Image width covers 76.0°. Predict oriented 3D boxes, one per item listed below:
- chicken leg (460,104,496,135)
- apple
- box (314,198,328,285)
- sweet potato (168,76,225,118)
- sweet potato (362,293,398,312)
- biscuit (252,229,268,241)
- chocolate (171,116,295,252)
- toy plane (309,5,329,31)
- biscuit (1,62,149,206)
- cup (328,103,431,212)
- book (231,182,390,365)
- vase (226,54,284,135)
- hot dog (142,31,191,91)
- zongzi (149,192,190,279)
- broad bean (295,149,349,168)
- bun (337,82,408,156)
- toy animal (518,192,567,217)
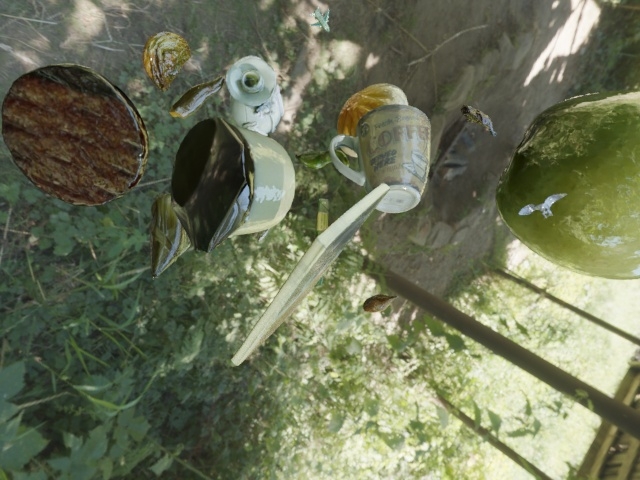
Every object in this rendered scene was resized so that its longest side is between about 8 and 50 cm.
[{"bbox_3d":[0.508,-0.382,1.307,0.037,0.145,0.062,-58,180,-12],"label":"chicken leg"},{"bbox_3d":[0.678,-0.132,1.008,0.473,0.473,0.474,-34,140,-34],"label":"apple"},{"bbox_3d":[0.000,0.000,1.181,0.235,0.034,0.132,-87,-177,-50],"label":"box"},{"bbox_3d":[-0.460,-0.536,1.538,0.243,0.077,0.077,-42,145,-13],"label":"sweet potato"},{"bbox_3d":[0.166,0.166,1.109,0.049,0.049,0.117,-22,176,-44],"label":"sweet potato"},{"bbox_3d":[-0.260,-0.131,1.991,0.290,0.141,0.038,-55,159,-18],"label":"biscuit"},{"bbox_3d":[-0.212,-0.156,1.140,0.297,0.326,0.314,3,128,-43],"label":"chocolate"},{"bbox_3d":[0.003,-0.736,1.370,0.080,0.033,0.083,-29,129,26],"label":"toy plane"},{"bbox_3d":[-0.701,-0.299,1.196,0.091,0.407,0.407,-84,-171,-68],"label":"biscuit"},{"bbox_3d":[0.171,-0.225,1.178,0.227,0.301,0.257,93,2,-60],"label":"cup"},{"bbox_3d":[-0.021,0.067,0.774,0.262,0.028,0.374,-42,170,-51],"label":"book"},{"bbox_3d":[-0.278,-0.596,1.729,0.250,0.250,0.445,-58,-176,-3],"label":"vase"},{"bbox_3d":[-0.546,-0.633,1.444,0.122,0.272,0.196,30,91,-22],"label":"hot dog"},{"bbox_3d":[-0.513,-0.025,1.326,0.242,0.112,0.221,-79,168,-65],"label":"zongzi"},{"bbox_3d":[0.005,-0.266,1.347,0.048,0.213,0.070,22,81,-54],"label":"broad bean"},{"bbox_3d":[0.163,-0.447,1.476,0.164,0.299,0.299,33,88,-24],"label":"bun"},{"bbox_3d":[0.409,-0.057,0.744,0.050,0.084,0.028,45,42,-23],"label":"toy animal"}]
